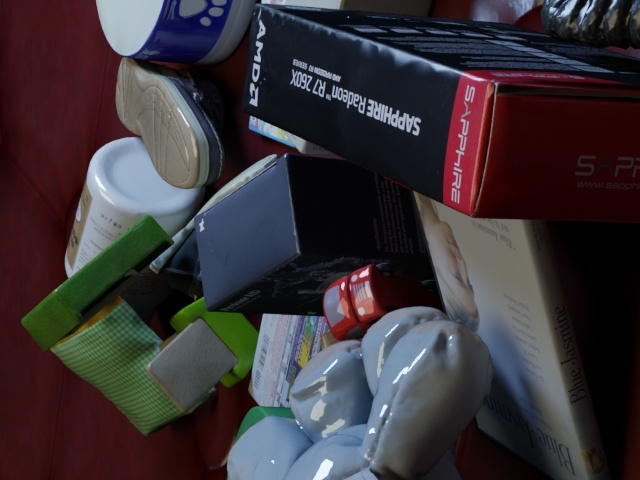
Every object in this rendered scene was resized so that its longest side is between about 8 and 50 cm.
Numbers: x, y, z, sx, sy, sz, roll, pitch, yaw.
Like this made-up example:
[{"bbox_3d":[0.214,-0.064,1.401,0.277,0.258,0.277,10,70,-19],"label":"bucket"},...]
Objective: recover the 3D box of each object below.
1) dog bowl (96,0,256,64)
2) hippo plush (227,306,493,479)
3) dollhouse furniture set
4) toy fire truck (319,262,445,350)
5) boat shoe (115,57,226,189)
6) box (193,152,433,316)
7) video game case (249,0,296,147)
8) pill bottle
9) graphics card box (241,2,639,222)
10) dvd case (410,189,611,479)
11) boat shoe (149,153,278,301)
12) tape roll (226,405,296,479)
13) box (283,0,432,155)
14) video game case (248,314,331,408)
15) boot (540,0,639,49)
[{"bbox_3d":[-0.157,-0.324,2.021,0.265,0.104,0.265,-179,90,-65],"label":"dog bowl"},{"bbox_3d":[0.090,0.206,1.391,0.234,0.236,0.294,-44,18,5],"label":"hippo plush"},{"bbox_3d":[-0.224,0.135,1.981,0.197,0.151,0.301,49,144,-4],"label":"dollhouse furniture set"},{"bbox_3d":[0.048,0.079,1.541,0.135,0.192,0.047,-26,63,30],"label":"toy fire truck"},{"bbox_3d":[-0.146,-0.133,2.002,0.285,0.092,0.102,-137,48,-61],"label":"boat shoe"},{"bbox_3d":[0.000,0.000,1.596,0.156,0.158,0.093,-32,60,51],"label":"box"},{"bbox_3d":[-0.036,-0.184,1.866,0.119,0.015,0.166,-153,67,-62],"label":"video game case"},{"bbox_3d":[-0.218,0.007,2.101,0.229,0.131,0.131,111,148,-40],"label":"pill bottle"},{"bbox_3d":[0.120,-0.093,1.290,0.371,0.233,0.094,31,117,60],"label":"graphics card box"},{"bbox_3d":[0.136,0.061,1.375,0.180,0.022,0.253,29,140,61],"label":"dvd case"},{"bbox_3d":[-0.092,-0.012,1.932,0.079,0.084,0.233,47,136,2],"label":"boat shoe"},{"bbox_3d":[-0.031,0.308,1.637,0.321,0.077,0.321,-175,90,-78],"label":"tape roll"},{"bbox_3d":[0.034,-0.217,1.631,0.113,0.094,0.275,55,136,50],"label":"box"},{"bbox_3d":[-0.011,0.099,1.796,0.183,0.023,0.201,45,128,56],"label":"video game case"},{"bbox_3d":[0.253,-0.244,1.127,0.348,0.131,0.260,-177,96,-75],"label":"boot"}]
